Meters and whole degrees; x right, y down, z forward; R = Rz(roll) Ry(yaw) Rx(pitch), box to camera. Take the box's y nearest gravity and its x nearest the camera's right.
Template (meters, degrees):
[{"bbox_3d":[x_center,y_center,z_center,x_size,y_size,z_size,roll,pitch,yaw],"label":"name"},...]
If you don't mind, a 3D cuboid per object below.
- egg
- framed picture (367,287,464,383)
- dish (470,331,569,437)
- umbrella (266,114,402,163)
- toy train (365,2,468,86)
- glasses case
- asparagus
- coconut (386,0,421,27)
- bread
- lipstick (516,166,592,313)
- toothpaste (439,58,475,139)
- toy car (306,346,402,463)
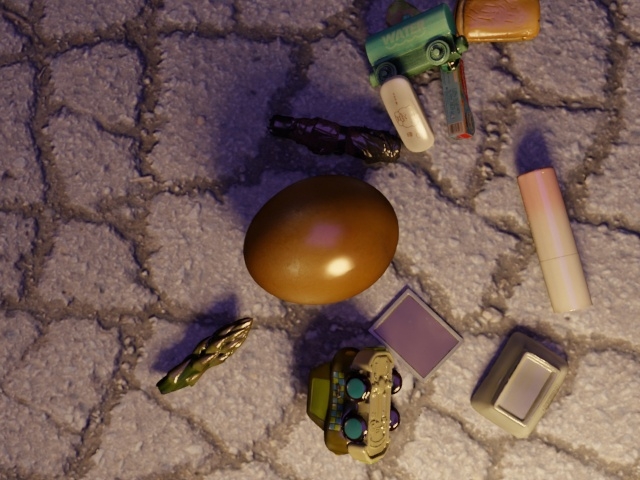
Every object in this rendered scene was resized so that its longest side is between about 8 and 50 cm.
[{"bbox_3d":[0.000,0.000,1.388,0.352,0.282,0.282,-15,84,10],"label":"egg"},{"bbox_3d":[0.226,0.225,1.481,0.183,0.011,0.142,43,90,7],"label":"framed picture"},{"bbox_3d":[0.457,0.331,1.416,0.151,0.077,0.212,32,88,8],"label":"dish"},{"bbox_3d":[0.032,-0.245,1.504,0.326,0.090,0.094,11,89,7],"label":"umbrella"},{"bbox_3d":[0.218,-0.453,1.469,0.248,0.101,0.159,-14,89,30],"label":"toy train"},{"bbox_3d":[0.206,-0.296,1.472,0.074,0.049,0.193,-19,118,25],"label":"glasses case"},{"bbox_3d":[-0.266,0.274,1.496,0.287,0.080,0.080,-41,82,9],"label":"asparagus"},{"bbox_3d":[0.198,-0.542,1.522,0.083,0.081,0.082,-30,118,-12],"label":"coconut"},{"bbox_3d":[0.423,-0.538,1.503,0.201,0.077,0.115,1,93,6],"label":"bread"},{"bbox_3d":[0.534,-0.002,1.433,0.087,0.087,0.326,-13,83,4],"label":"lipstick"},{"bbox_3d":[0.330,-0.340,1.506,0.044,0.070,0.193,-10,83,34],"label":"toothpaste"},{"bbox_3d":[0.059,0.362,1.418,0.198,0.204,0.247,0,83,29],"label":"toy car"}]
